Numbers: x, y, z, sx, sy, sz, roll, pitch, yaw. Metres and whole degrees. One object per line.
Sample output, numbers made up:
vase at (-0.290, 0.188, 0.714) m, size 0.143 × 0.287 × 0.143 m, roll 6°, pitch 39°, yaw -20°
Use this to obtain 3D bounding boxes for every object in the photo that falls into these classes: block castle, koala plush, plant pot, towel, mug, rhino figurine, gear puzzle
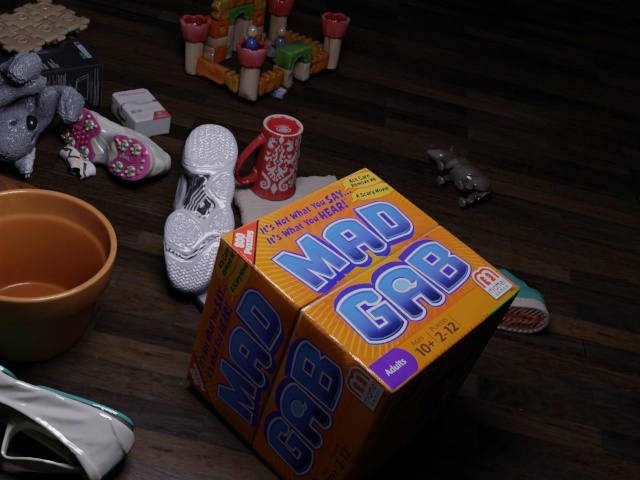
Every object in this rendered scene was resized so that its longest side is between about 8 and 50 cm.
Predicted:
block castle at (-0.158, -0.595, 2.347) m, size 0.303 × 0.213 × 0.453 m, roll 29°, pitch 40°, yaw 27°
koala plush at (-0.671, -0.261, 1.804) m, size 0.203 × 0.196 × 0.221 m, roll -13°, pitch 55°, yaw 28°
plant pot at (-0.514, 0.074, 1.446) m, size 0.290 × 0.204 × 0.291 m, roll 9°, pitch 40°, yaw -8°
towel at (-0.063, -0.082, 1.915) m, size 0.282 × 0.049 × 0.187 m, roll -3°, pitch 40°, yaw -20°
mug at (-0.108, -0.184, 1.851) m, size 0.113 × 0.169 × 0.150 m, roll 33°, pitch 42°, yaw 22°
rhino figurine at (0.359, -0.184, 2.161) m, size 0.106 × 0.073 × 0.243 m, roll -12°, pitch 44°, yaw -24°
gear puzzle at (-0.729, -0.495, 1.990) m, size 0.175 × 0.044 × 0.339 m, roll 28°, pitch 43°, yaw 15°

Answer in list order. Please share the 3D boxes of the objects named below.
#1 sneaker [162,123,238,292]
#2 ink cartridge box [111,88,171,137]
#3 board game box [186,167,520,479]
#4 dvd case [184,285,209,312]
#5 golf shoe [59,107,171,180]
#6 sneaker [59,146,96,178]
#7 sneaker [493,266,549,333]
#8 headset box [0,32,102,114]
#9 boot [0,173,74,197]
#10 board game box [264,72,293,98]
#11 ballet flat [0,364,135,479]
sneaker at (-0.251, -0.044, 1.727) m, size 0.137 × 0.210 × 0.366 m, roll 9°, pitch 68°, yaw -8°
ink cartridge box at (-0.454, -0.320, 2.062) m, size 0.099 × 0.056 × 0.135 m, roll -16°, pitch 49°, yaw -34°
board game box at (0.043, 0.162, 1.389) m, size 0.356 × 0.356 × 0.356 m, roll 40°, pitch 44°, yaw 22°
dvd case at (-0.131, 0.110, 1.677) m, size 0.253 × 0.022 × 0.180 m, roll -21°, pitch 51°, yaw -37°
golf shoe at (-0.482, -0.222, 1.917) m, size 0.306 × 0.115 × 0.140 m, roll 32°, pitch 16°, yaw 24°
sneaker at (-0.563, -0.178, 1.867) m, size 0.109 × 0.040 × 0.043 m, roll 34°, pitch 44°, yaw 22°
sneaker at (0.347, 0.113, 1.775) m, size 0.302 × 0.108 × 0.121 m, roll 16°, pitch 37°, yaw -13°
headset box at (-0.728, -0.425, 2.038) m, size 0.283 × 0.131 × 0.246 m, roll -18°, pitch 48°, yaw -34°
boot at (-0.644, -0.122, 1.694) m, size 0.280 × 0.096 × 0.264 m, roll 12°, pitch 12°, yaw -34°
board game box at (-0.136, -0.446, 2.352) m, size 0.090 × 0.020 × 0.090 m, roll 20°, pitch 38°, yaw 6°
ballet flat at (-0.492, 0.272, 1.288) m, size 0.400 × 0.139 × 0.139 m, roll 22°, pitch 39°, yaw 6°
